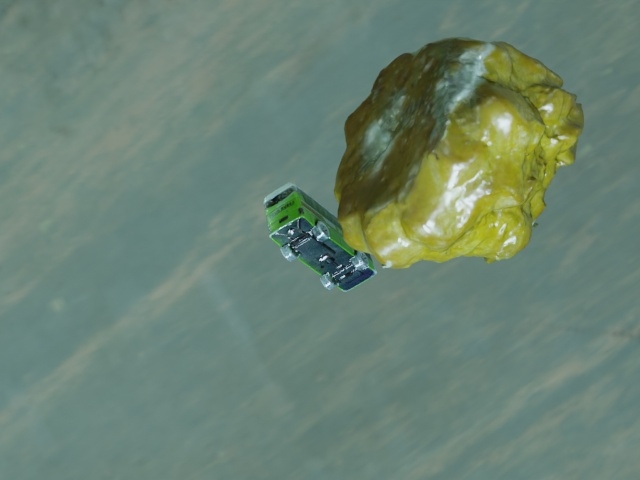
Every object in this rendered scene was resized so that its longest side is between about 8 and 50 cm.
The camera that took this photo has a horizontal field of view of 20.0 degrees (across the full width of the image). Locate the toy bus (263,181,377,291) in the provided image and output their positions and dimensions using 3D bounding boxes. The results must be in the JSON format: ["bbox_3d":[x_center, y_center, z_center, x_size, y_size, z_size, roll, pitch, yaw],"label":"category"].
[{"bbox_3d":[0.000,0.000,1.107,0.031,0.083,0.037,-32,49,20],"label":"toy bus"}]

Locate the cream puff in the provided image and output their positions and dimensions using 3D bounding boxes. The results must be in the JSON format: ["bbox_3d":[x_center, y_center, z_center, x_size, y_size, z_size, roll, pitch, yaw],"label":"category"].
[{"bbox_3d":[0.084,-0.044,1.041,0.146,0.116,0.146,-38,41,42],"label":"cream puff"}]
